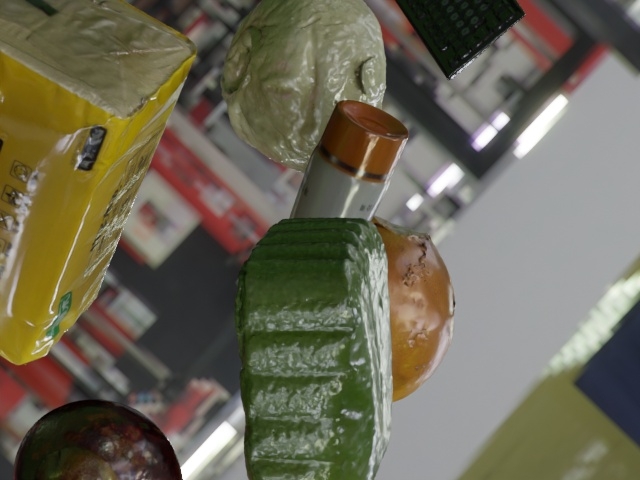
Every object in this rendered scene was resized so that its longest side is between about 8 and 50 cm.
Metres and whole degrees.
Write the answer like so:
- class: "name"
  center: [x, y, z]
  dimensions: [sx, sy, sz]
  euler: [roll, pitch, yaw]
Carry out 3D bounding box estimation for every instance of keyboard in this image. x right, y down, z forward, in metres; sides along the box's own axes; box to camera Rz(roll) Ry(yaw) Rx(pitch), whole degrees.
- class: "keyboard"
  center: [0.068, -0.174, 1.206]
  dimensions: [0.063, 0.010, 0.198]
  euler: [-41, -139, 12]

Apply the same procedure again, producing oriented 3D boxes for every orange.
- class: "orange"
  center: [0.043, 0.081, 2.258]
  dimensions: [0.240, 0.240, 0.240]
  euler: [-46, -177, 3]

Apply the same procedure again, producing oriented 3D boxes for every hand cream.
- class: "hand cream"
  center: [0.000, 0.000, 2.077]
  dimensions: [0.140, 0.089, 0.314]
  euler: [-103, -148, -66]

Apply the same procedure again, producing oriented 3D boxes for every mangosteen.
- class: "mangosteen"
  center: [-0.191, 0.222, 1.582]
  dimensions: [0.181, 0.145, 0.156]
  euler: [-74, 169, -54]

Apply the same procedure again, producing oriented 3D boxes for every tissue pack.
- class: "tissue pack"
  center: [-0.346, -0.101, 2.077]
  dimensions: [0.228, 0.293, 0.382]
  euler: [-53, 172, -51]

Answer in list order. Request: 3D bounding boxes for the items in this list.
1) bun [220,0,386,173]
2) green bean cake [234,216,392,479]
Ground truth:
- class: "bun"
  center: [-0.029, -0.181, 2.200]
  dimensions: [0.153, 0.244, 0.244]
  euler: [-4, 161, -27]
- class: "green bean cake"
  center: [-0.005, 0.111, 1.729]
  dimensions: [0.124, 0.248, 0.222]
  euler: [-2, -167, 8]
